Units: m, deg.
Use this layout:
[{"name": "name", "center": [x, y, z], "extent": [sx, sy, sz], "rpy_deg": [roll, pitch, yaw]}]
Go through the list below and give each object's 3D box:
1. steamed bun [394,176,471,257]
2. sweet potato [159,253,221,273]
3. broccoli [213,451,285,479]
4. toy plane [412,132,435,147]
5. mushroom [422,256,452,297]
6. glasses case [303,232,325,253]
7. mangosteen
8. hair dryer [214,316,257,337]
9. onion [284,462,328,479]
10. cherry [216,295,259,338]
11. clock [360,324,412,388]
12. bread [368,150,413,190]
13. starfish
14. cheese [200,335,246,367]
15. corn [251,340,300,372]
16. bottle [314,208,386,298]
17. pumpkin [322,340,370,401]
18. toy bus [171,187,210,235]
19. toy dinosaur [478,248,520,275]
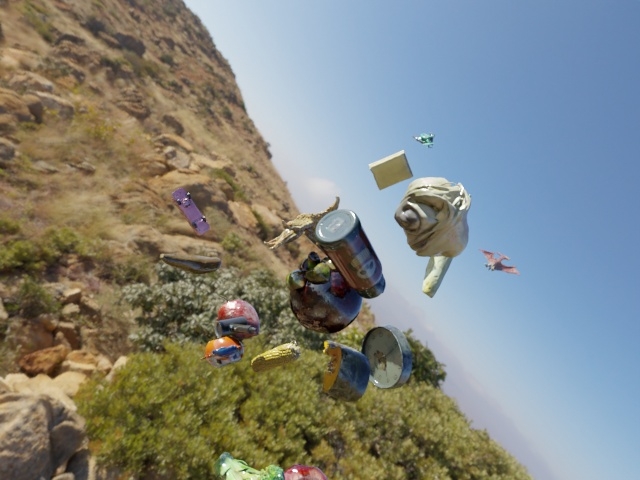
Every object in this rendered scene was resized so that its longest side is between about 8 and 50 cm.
[{"name": "steamed bun", "center": [0.357, -0.071, 1.437], "extent": [0.268, 0.206, 0.281], "rpy_deg": [-132, -138, -61]}, {"name": "sweet potato", "center": [-0.472, 0.089, 1.541], "extent": [0.243, 0.077, 0.077], "rpy_deg": [7, 34, -50]}, {"name": "broccoli", "center": [-0.243, 0.790, 1.331], "extent": [0.269, 0.254, 0.269], "rpy_deg": [39, -23, 20]}, {"name": "toy plane", "center": [0.555, -0.530, 2.228], "extent": [0.235, 0.096, 0.060], "rpy_deg": [-101, -166, -66]}, {"name": "mushroom", "center": [0.529, 0.102, 1.885], "extent": [0.087, 0.334, 0.107], "rpy_deg": [37, -19, -17]}, {"name": "glasses case", "center": [0.001, 0.001, 2.214], "extent": [0.190, 0.072, 0.042], "rpy_deg": [44, 15, -21]}, {"name": "mangosteen", "center": [0.020, 0.202, 1.617], "extent": [0.300, 0.300, 0.300], "rpy_deg": [48, 2, -2]}, {"name": "hair dryer", "center": [-0.309, 0.351, 1.690], "extent": [0.128, 0.070, 0.255], "rpy_deg": [-4, -2, -42]}, {"name": "onion", "center": [-0.087, 0.981, 1.573], "extent": [0.272, 0.272, 0.195], "rpy_deg": [47, 11, -26]}, {"name": "cherry", "center": [-0.392, 0.389, 2.068], "extent": [0.249, 0.175, 0.192], "rpy_deg": [32, -12, 24]}, {"name": "clock", "center": [0.316, 0.572, 2.080], "extent": [0.061, 0.313, 0.313], "rpy_deg": [5, 30, -35]}, {"name": "bread", "center": [0.332, -0.328, 1.986], "extent": [0.140, 0.178, 0.060], "rpy_deg": [64, 18, -9]}, {"name": "starfish", "center": [-0.087, -0.037, 1.631], "extent": [0.084, 0.293, 0.302], "rpy_deg": [57, -33, 17]}, {"name": "cheese", "center": [-0.446, 0.514, 1.956], "extent": [0.329, 0.216, 0.130], "rpy_deg": [130, -55, -67]}, {"name": "corn", "center": [-0.230, 0.584, 2.101], "extent": [0.106, 0.292, 0.107], "rpy_deg": [47, 29, -36]}, {"name": "bottle", "center": [0.112, 0.059, 1.336], "extent": [0.144, 0.143, 0.336], "rpy_deg": [50, -4, 48]}, {"name": "pumpkin", "center": [0.083, 0.512, 1.658], "extent": [0.139, 0.190, 0.280], "rpy_deg": [19, -9, -13]}, {"name": "toy bus", "center": [-0.534, -0.115, 1.739], "extent": [0.203, 0.063, 0.090], "rpy_deg": [57, -24, -5]}, {"name": "toy dinosaur", "center": [0.723, 0.088, 1.732], "extent": [0.220, 0.108, 0.032], "rpy_deg": [45, -23, 46]}]
